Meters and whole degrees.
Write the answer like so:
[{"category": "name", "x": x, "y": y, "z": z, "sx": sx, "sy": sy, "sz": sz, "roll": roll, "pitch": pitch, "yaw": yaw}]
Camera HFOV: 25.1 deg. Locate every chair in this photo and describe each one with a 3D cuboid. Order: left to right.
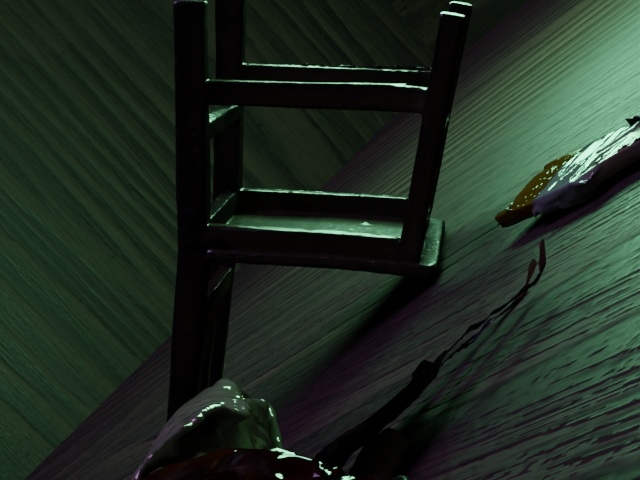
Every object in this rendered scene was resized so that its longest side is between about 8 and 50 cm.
[{"category": "chair", "x": 0.000, "y": 0.000, "z": 1.258, "sx": 0.241, "sy": 0.416, "sz": 0.203, "roll": 4, "pitch": 13, "yaw": 5}]

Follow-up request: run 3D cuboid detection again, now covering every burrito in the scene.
[{"category": "burrito", "x": -0.059, "y": 0.137, "z": 0.772, "sx": 0.392, "sy": 0.076, "sz": 0.117, "roll": -55, "pitch": -22, "yaw": -89}]

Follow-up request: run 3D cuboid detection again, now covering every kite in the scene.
[{"category": "kite", "x": 0.058, "y": 0.079, "z": 0.815, "sx": 0.229, "sy": 0.016, "sz": 0.127, "roll": -42, "pitch": -11, "yaw": -24}]

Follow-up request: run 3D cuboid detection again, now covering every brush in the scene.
[{"category": "brush", "x": 0.219, "y": -0.068, "z": 0.931, "sx": 0.085, "sy": 0.020, "sz": 0.336, "roll": -44, "pitch": 6, "yaw": -25}]

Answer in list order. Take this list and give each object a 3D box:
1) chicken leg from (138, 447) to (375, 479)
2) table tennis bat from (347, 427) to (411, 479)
[{"category": "chicken leg", "x": -0.049, "y": 0.154, "z": 0.493, "sx": 0.407, "sy": 0.096, "sz": 0.158, "roll": -21, "pitch": 35, "yaw": 53}, {"category": "table tennis bat", "x": 0.004, "y": 0.151, "z": 0.688, "sx": 0.130, "sy": 0.019, "sz": 0.220, "roll": -44, "pitch": 3, "yaw": 28}]
